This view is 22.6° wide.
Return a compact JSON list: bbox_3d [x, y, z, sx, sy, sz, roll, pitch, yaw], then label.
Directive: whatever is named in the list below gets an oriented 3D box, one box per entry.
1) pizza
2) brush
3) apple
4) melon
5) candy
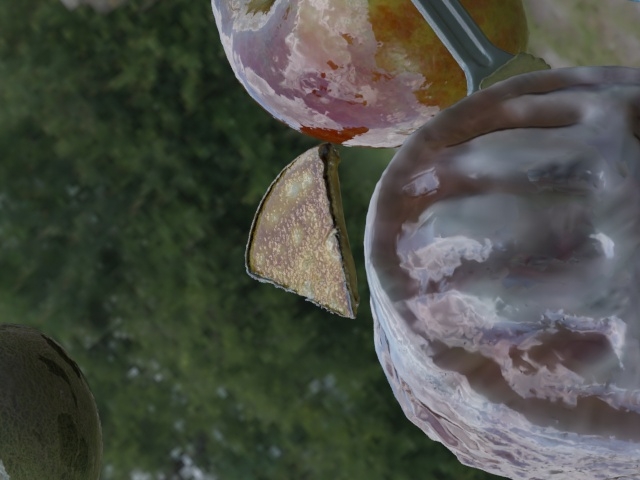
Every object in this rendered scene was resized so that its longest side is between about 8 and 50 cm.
[{"bbox_3d":[0.000,0.000,1.577,0.036,0.185,0.176,-9,-137,-41],"label":"pizza"},{"bbox_3d":[0.060,-0.168,1.003,0.266,0.062,0.027,53,165,8],"label":"brush"},{"bbox_3d":[0.059,-0.222,1.488,0.301,0.301,0.301,51,175,6],"label":"apple"},{"bbox_3d":[-0.166,0.105,0.854,0.098,0.098,0.131,58,-168,-58],"label":"melon"},{"bbox_3d":[0.163,0.022,0.820,0.157,0.289,0.214,96,173,-63],"label":"candy"}]
